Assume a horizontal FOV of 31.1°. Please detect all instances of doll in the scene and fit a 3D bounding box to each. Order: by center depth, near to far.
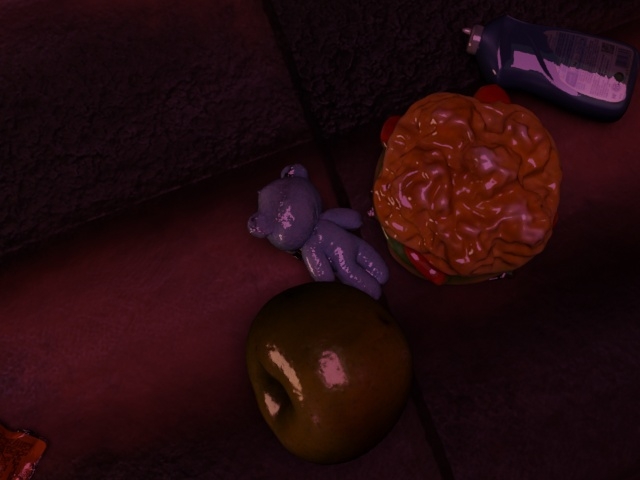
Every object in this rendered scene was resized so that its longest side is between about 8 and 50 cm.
[{"bbox_3d":[-0.003,0.001,1.317,0.180,0.075,0.120,45,45,-14],"label":"doll"}]

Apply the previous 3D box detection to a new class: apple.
[{"bbox_3d":[0.011,0.138,1.237,0.157,0.196,0.196,-25,83,-32],"label":"apple"}]

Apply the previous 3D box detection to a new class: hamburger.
[{"bbox_3d":[0.162,-0.064,1.278,0.237,0.149,0.237,0,84,1],"label":"hamburger"}]

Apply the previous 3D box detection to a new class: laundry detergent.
[{"bbox_3d":[0.261,-0.207,1.338,0.206,0.061,0.096,17,86,2],"label":"laundry detergent"}]

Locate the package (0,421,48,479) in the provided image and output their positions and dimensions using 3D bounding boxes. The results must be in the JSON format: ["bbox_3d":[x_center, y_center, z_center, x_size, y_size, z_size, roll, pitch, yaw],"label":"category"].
[{"bbox_3d":[-0.369,0.234,1.298,0.111,0.033,0.077,32,74,-1],"label":"package"}]
